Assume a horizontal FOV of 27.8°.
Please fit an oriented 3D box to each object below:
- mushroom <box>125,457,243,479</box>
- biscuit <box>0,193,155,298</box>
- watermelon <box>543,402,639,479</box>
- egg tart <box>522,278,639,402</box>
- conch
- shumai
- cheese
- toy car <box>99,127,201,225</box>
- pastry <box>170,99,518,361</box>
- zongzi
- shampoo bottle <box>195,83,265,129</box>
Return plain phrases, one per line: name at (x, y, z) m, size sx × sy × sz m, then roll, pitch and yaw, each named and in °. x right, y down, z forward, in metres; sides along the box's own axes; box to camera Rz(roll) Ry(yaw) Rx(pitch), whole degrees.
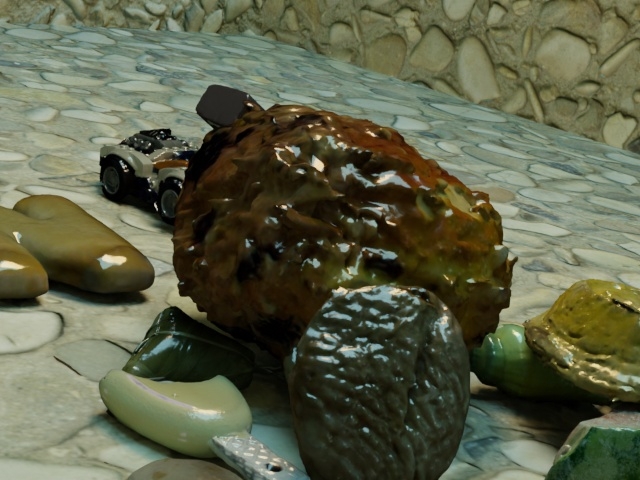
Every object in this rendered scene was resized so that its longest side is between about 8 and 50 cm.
mushroom at (-0.028, 0.257, 0.815) m, size 0.128 × 0.128 × 0.350 m, roll -1°, pitch 22°, yaw -38°
biscuit at (-0.360, 0.001, 1.593) m, size 0.236 × 0.062 × 0.290 m, roll 0°, pitch 18°, yaw -34°
watermelon at (0.313, 0.211, 1.288) m, size 0.121 × 0.098 × 0.158 m, roll 21°, pitch 14°, yaw 28°
egg tart at (0.335, 0.103, 1.386) m, size 0.231 × 0.098 × 0.252 m, roll 14°, pitch 16°, yaw 7°
conch at (0.238, 0.145, 1.487) m, size 0.200 × 0.080 × 0.095 m, roll 25°, pitch 2°, yaw -28°
shumai at (0.042, 0.141, 1.202) m, size 0.166 × 0.206 × 0.175 m, roll 12°, pitch -6°, yaw -9°
cheese at (-0.096, 0.176, 1.183) m, size 0.127 × 0.050 × 0.235 m, roll 0°, pitch 18°, yaw -39°
toy car at (-0.208, -0.096, 1.951) m, size 0.193 × 0.118 × 0.301 m, roll -7°, pitch 23°, yaw -43°
pastry at (-0.004, 0.001, 1.410) m, size 0.337 × 0.292 × 0.405 m, roll 21°, pitch 12°, yaw -46°
zongzi at (-0.121, 0.146, 1.315) m, size 0.154 × 0.062 × 0.130 m, roll 28°, pitch 38°, yaw 2°
shampoo bottle at (-0.063, -0.129, 1.998) m, size 0.098 × 0.071 × 0.309 m, roll 20°, pitch -15°, yaw 44°
